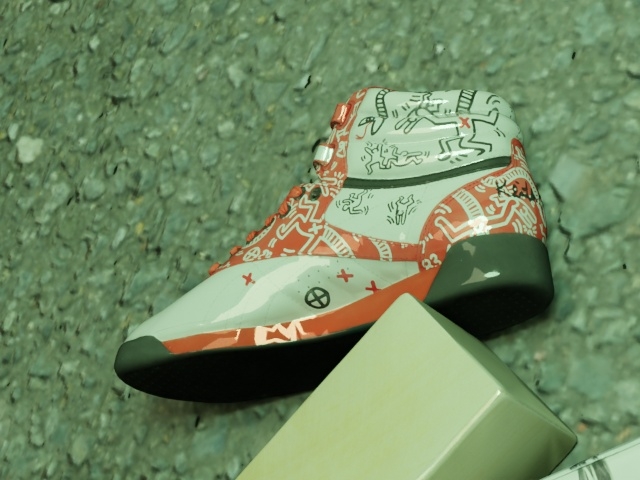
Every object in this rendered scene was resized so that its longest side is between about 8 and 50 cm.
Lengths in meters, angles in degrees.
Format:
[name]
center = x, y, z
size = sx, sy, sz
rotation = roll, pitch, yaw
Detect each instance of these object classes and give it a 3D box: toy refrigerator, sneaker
[toy refrigerator]
center = 0.001, 0.163, 0.822
size = 0.269, 0.102, 0.094
rotation = -48, 53, 7
[sneaker]
center = 0.001, 0.000, 0.901
size = 0.270, 0.090, 0.145
rotation = -17, 61, 22

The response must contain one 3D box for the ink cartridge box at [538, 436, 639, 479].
[ink cartridge box]
center = 0.157, 0.164, 0.709
size = 0.190, 0.082, 0.139
rotation = -27, 79, 22
